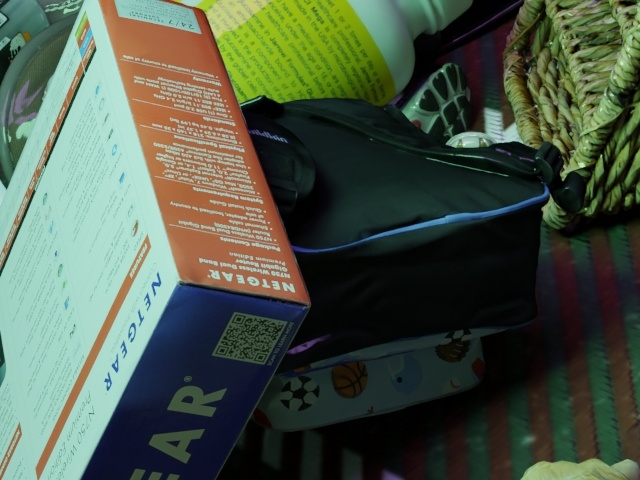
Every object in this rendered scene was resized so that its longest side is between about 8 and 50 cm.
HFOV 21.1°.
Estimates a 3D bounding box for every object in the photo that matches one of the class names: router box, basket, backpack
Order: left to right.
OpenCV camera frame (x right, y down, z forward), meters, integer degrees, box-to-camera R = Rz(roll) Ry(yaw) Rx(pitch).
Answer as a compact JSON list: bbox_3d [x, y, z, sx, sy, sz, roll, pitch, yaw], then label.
[{"bbox_3d":[-0.143,0.059,1.089,0.082,0.335,0.301,11,35,-26],"label":"router box"},{"bbox_3d":[0.000,0.000,1.213,0.276,0.213,0.263,-5,28,-32],"label":"backpack"},{"bbox_3d":[0.248,-0.182,1.371,0.223,0.213,0.299,-12,34,7],"label":"basket"}]

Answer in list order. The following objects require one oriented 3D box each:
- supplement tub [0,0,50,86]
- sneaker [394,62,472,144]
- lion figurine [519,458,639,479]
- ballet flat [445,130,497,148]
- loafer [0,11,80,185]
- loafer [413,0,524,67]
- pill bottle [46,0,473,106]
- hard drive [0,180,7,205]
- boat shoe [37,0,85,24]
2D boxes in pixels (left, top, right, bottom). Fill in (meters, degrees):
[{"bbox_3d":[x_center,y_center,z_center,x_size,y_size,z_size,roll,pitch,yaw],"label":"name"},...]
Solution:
[{"bbox_3d":[-0.361,-0.172,1.724,0.117,0.117,0.190,4,40,29],"label":"supplement tub"},{"bbox_3d":[0.065,-0.096,1.468,0.071,0.068,0.170,13,45,46],"label":"sneaker"},{"bbox_3d":[0.024,0.280,0.793,0.392,0.240,0.142,-33,36,-20],"label":"lion figurine"},{"bbox_3d":[0.127,-0.055,1.389,0.057,0.052,0.168,-6,35,2],"label":"ballet flat"},{"bbox_3d":[-0.167,-0.164,1.607,0.130,0.134,0.366,6,41,32],"label":"loafer"},{"bbox_3d":[0.102,-0.222,1.598,0.302,0.109,0.095,-32,40,-25],"label":"loafer"},{"bbox_3d":[-0.045,-0.154,1.436,0.334,0.188,0.188,-37,36,-6],"label":"pill bottle"},{"bbox_3d":[-0.463,-0.004,1.516,0.353,0.047,0.233,-29,62,-16],"label":"hard drive"},{"bbox_3d":[-0.377,-0.258,1.870,0.324,0.096,0.116,-4,36,20],"label":"boat shoe"}]
